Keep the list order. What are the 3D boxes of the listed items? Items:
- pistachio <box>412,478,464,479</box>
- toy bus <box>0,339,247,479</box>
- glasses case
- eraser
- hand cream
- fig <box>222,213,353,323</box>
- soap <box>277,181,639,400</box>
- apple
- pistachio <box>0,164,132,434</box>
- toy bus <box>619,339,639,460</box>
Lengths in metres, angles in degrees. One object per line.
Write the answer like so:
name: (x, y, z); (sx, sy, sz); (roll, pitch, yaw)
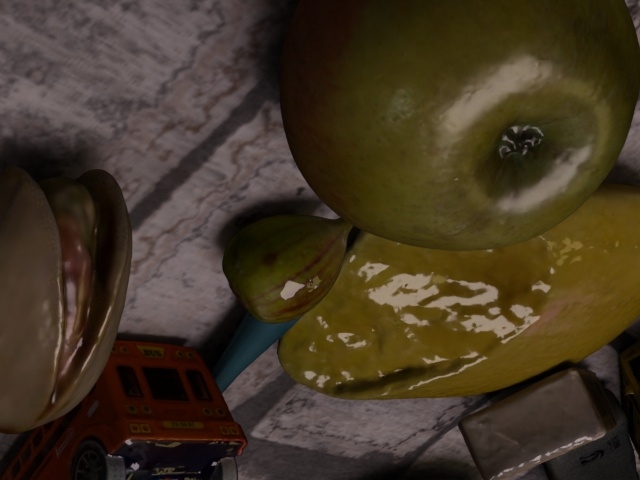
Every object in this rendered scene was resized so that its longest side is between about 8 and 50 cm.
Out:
pistachio: (0.153, 0.420, 1.473); (0.226, 0.208, 0.332); (1, -172, 43)
toy bus: (-0.216, 0.243, 1.017); (0.143, 0.153, 0.329); (9, 130, -41)
glasses case: (0.390, 0.317, 1.602); (0.131, 0.074, 0.323); (-30, 146, 1)
eraser: (0.266, 0.214, 1.286); (0.144, 0.078, 0.343); (-27, 165, 14)
hand cream: (-0.073, 0.104, 1.022); (0.224, 0.048, 0.083); (-53, 174, 33)
fig: (-0.005, 0.002, 0.904); (0.166, 0.093, 0.093); (-35, 145, 13)
soap: (0.188, 0.057, 1.086); (0.427, 0.115, 0.306); (-1, 135, -34)
apple: (0.092, -0.104, 0.738); (0.260, 0.194, 0.261); (-14, 138, -13)
pistachio: (-0.204, 0.045, 0.778); (0.144, 0.144, 0.215); (1, 129, -36)
toy bus: (0.481, 0.221, 1.472); (0.145, 0.151, 0.331); (-25, 147, 1)
